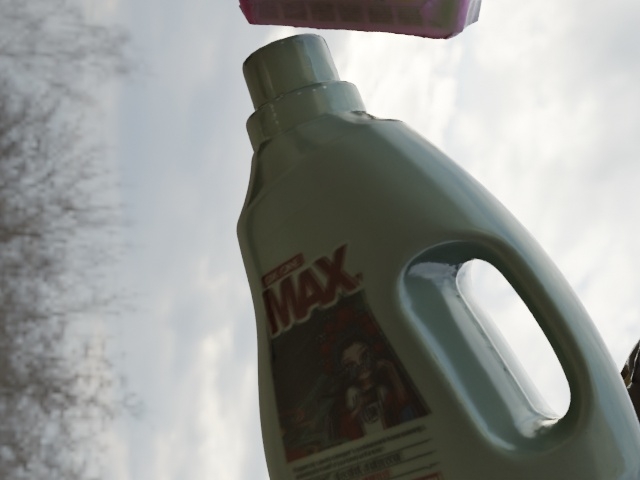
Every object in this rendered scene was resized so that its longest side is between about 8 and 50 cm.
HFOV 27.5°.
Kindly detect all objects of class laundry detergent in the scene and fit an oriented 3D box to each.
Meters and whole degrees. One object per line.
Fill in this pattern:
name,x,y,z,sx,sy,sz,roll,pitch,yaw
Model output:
laundry detergent,0.052,0.044,0.895,0.264,0.124,0.398,-24,-100,32

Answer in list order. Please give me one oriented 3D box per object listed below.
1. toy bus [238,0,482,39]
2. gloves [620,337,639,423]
toy bus,0.043,-0.285,1.394,0.090,0.274,0.112,-51,142,-50
gloves,0.351,0.187,1.069,0.142,0.285,0.119,-56,-167,-4
